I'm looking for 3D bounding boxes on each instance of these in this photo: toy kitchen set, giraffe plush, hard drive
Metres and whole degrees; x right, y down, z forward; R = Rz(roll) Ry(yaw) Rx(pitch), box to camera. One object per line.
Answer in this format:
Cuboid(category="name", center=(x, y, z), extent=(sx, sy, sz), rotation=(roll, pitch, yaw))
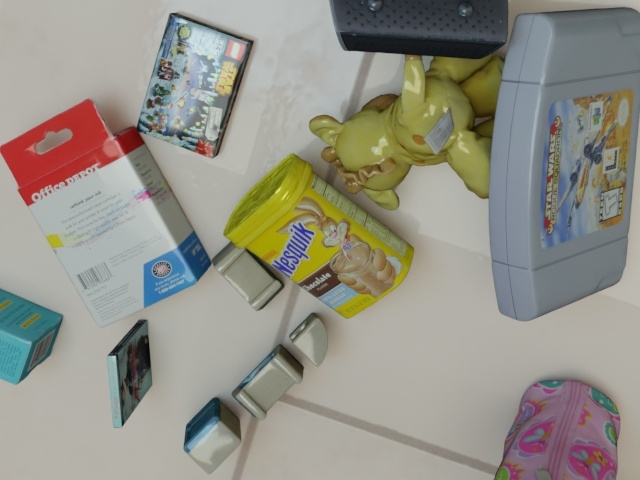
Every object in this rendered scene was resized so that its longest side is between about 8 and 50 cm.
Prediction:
Cuboid(category="toy kitchen set", center=(-0.111, 0.125, 1.188), extent=(0.207, 0.122, 0.166), rotation=(-45, 95, -3))
Cuboid(category="giraffe plush", center=(0.094, -0.107, 1.059), extent=(0.170, 0.210, 0.181), rotation=(-21, 94, 42))
Cuboid(category="hard drive", center=(0.083, -0.282, 0.975), extent=(0.172, 0.054, 0.254), rotation=(2, 64, -8))

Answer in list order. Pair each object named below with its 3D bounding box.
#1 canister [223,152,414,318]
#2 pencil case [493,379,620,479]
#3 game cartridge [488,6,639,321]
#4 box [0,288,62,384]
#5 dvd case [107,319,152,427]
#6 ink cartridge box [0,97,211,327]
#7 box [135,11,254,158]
Cuboid(category="canister", center=(0.000, 0.000, 1.109), extent=(0.170, 0.073, 0.126), rotation=(36, 135, -17))
Cuboid(category="pencil case", center=(0.237, 0.249, 1.061), extent=(0.124, 0.284, 0.124), rotation=(8, 112, 19))
Cuboid(category="game cartridge", center=(0.243, -0.076, 1.024), extent=(0.062, 0.198, 0.297), rotation=(13, 111, 39))
Cuboid(category="box", center=(-0.437, 0.080, 1.215), extent=(0.244, 0.100, 0.060), rotation=(23, 106, 1))
Cuboid(category="dvd case", center=(-0.218, 0.150, 1.190), extent=(0.013, 0.119, 0.087), rotation=(1, 105, 9))
Cuboid(category="ink cartridge box", center=(-0.239, -0.035, 1.163), extent=(0.134, 0.078, 0.231), rotation=(-25, 100, 14))
Cuboid(category="box", center=(-0.138, -0.169, 1.137), extent=(0.094, 0.027, 0.137), rotation=(20, 107, 2))
